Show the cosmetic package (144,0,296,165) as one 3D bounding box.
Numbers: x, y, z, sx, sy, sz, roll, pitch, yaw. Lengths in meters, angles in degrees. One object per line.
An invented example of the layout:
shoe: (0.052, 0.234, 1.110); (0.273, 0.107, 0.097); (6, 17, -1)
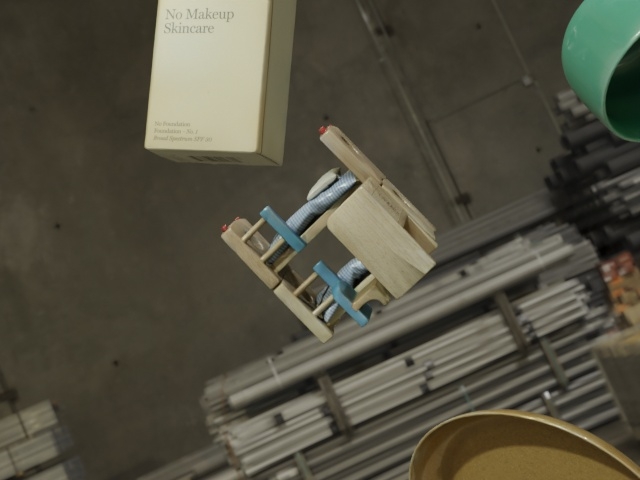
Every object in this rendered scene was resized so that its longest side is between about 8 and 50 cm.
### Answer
cosmetic package: (-0.124, -0.258, 1.217); (0.160, 0.309, 0.113); (2, -4, 15)

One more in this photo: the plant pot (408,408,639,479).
plant pot: (0.182, 0.224, 0.746); (0.236, 0.236, 0.032); (-29, 9, 45)

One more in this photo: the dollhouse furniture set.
dollhouse furniture set: (0.000, 0.000, 0.726); (0.129, 0.129, 0.183); (-44, 1, 11)

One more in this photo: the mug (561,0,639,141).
mug: (0.282, -0.173, 0.790); (0.129, 0.097, 0.158); (28, -66, -38)
